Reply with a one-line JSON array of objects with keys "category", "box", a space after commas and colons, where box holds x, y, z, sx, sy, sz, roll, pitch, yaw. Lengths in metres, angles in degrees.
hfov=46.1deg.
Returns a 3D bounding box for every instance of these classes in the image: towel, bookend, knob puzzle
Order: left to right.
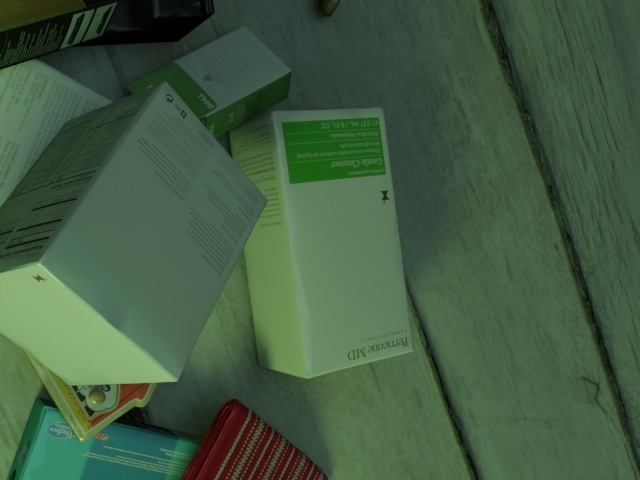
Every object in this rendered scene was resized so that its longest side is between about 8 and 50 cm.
[{"category": "knob puzzle", "box": [-0.265, 0.129, 0.957, 0.213, 0.030, 0.213, 11, 73, -41]}, {"category": "bookend", "box": [-0.244, -0.312, 0.992, 0.157, 0.156, 0.072, -11, 95, -27]}, {"category": "towel", "box": [-0.098, 0.365, 1.053, 0.275, 0.031, 0.199, 52, 58, -41]}]

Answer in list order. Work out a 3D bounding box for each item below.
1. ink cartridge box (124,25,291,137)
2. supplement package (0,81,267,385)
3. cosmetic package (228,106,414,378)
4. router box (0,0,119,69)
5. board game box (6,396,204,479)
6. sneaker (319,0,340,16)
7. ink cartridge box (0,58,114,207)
[{"category": "ink cartridge box", "box": [-0.155, -0.211, 1.063, 0.209, 0.062, 0.109, -34, 71, -26]}, {"category": "supplement package", "box": [-0.232, -0.001, 0.852, 0.199, 0.198, 0.262, 50, 47, -33]}, {"category": "cosmetic package", "box": [0.000, 0.000, 1.110, 0.197, 0.155, 0.365, -10, 91, -31]}, {"category": "router box", "box": [-0.423, -0.342, 0.858, 0.309, 0.081, 0.243, 51, 47, 2]}, {"category": "board game box", "box": [-0.297, 0.401, 0.976, 0.254, 0.079, 0.336, 22, 78, -26]}, {"category": "sneaker", "box": [0.017, -0.446, 1.200, 0.071, 0.066, 0.188, 20, 73, -9]}, {"category": "ink cartridge box", "box": [-0.313, -0.025, 1.006, 0.385, 0.091, 0.308, 29, 74, -41]}]
